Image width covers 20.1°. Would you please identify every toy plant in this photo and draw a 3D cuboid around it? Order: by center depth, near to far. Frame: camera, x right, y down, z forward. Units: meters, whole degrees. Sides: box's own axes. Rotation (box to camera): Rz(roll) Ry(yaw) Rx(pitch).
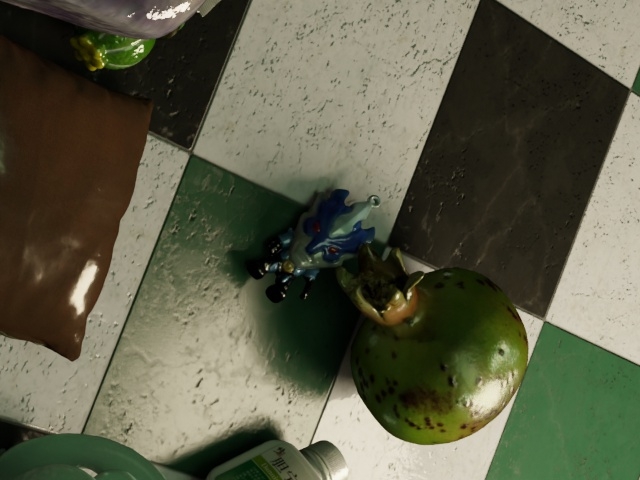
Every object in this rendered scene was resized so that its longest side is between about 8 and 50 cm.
[{"bbox_3d":[-0.200,-0.243,1.921,0.162,0.093,0.093,-45,128,-31],"label":"toy plant"}]

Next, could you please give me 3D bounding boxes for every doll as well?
[{"bbox_3d":[0.000,0.000,2.195,0.195,0.070,0.096,-37,93,-25],"label":"doll"}]

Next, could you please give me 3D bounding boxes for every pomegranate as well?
[{"bbox_3d":[0.147,0.114,2.248,0.231,0.231,0.286,-34,133,-31],"label":"pomegranate"}]

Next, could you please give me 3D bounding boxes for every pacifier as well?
[{"bbox_3d":[-0.289,0.380,1.937,0.343,0.288,0.269,-43,156,-29],"label":"pacifier"}]

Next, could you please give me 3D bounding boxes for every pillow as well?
[{"bbox_3d":[-0.316,-0.054,1.863,0.308,0.108,0.305,25,79,-46],"label":"pillow"}]

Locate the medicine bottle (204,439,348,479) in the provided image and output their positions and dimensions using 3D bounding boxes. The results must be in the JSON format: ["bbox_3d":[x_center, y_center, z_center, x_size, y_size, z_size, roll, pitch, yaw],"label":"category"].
[{"bbox_3d":[-0.054,0.307,2.194,0.183,0.119,0.069,-22,153,-38],"label":"medicine bottle"}]

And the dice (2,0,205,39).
[{"bbox_3d":[-0.244,-0.356,1.728,0.270,0.271,0.270,19,89,-44],"label":"dice"}]

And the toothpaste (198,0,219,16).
[{"bbox_3d":[-0.143,-0.385,1.964,0.099,0.068,0.282,-25,128,-4],"label":"toothpaste"}]
